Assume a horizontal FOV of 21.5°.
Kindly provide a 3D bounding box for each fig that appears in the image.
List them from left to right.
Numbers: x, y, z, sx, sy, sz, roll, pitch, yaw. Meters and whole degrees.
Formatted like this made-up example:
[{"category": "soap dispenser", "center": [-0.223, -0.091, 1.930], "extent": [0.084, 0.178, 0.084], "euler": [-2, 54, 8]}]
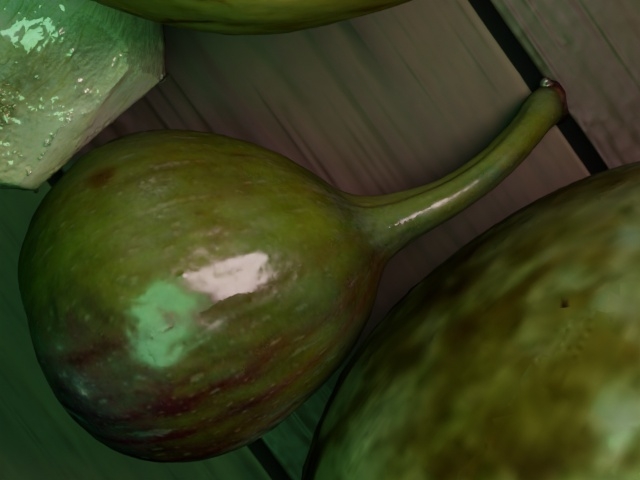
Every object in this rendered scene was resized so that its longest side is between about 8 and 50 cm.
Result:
[{"category": "fig", "center": [0.000, 0.000, 0.693], "extent": [0.245, 0.149, 0.149], "euler": [-23, 101, -3]}]

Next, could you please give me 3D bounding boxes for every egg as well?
[{"category": "egg", "center": [0.114, 0.099, 0.641], "extent": [0.238, 0.238, 0.289], "euler": [18, 112, 1]}]

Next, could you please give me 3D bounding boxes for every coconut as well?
[{"category": "coconut", "center": [-0.112, -0.083, 0.690], "extent": [0.124, 0.110, 0.110], "euler": [-41, 97, 20]}]

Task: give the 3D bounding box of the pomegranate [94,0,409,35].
[{"category": "pomegranate", "center": [-0.022, -0.211, 0.569], "extent": [0.307, 0.307, 0.307], "euler": [1, 104, 5]}]
